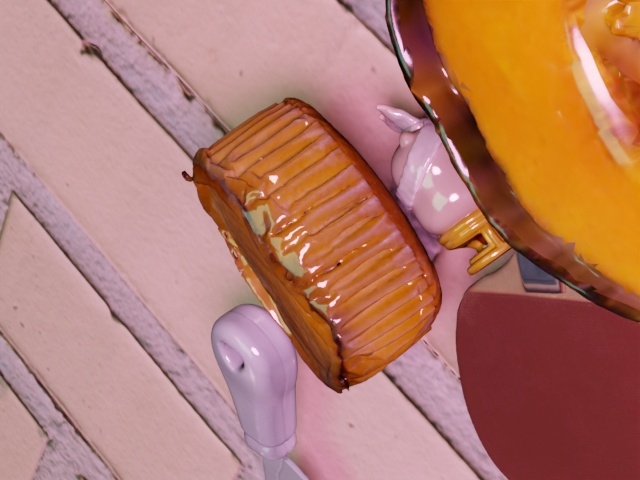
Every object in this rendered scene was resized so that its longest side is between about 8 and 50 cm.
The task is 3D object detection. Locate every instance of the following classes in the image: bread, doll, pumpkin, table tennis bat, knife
[{"bbox_3d":[0.000,0.000,1.051,0.199,0.104,0.199,53,168,16],"label":"bread"},{"bbox_3d":[0.088,-0.047,1.004,0.084,0.073,0.127,-37,84,16],"label":"doll"},{"bbox_3d":[0.176,-0.127,0.723,0.256,0.225,0.303,29,131,44],"label":"pumpkin"},{"bbox_3d":[0.144,0.052,0.955,0.154,0.021,0.274,3,113,39],"label":"table tennis bat"},{"bbox_3d":[-0.028,0.186,1.224,0.080,0.044,0.331,26,140,38],"label":"knife"}]
